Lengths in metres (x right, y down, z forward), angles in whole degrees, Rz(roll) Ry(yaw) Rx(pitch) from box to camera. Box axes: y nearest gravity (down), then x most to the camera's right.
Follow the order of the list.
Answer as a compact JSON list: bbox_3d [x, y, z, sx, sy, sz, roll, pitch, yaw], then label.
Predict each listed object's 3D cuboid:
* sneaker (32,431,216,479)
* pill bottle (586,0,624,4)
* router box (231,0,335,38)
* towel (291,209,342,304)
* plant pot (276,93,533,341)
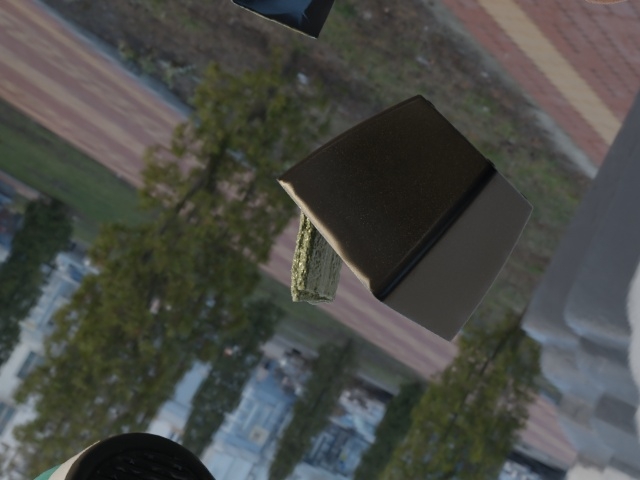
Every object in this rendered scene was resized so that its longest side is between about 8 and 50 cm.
[{"bbox_3d":[-0.095,0.243,0.427,0.124,0.295,0.178,2,157,-43],"label":"sneaker"},{"bbox_3d":[0.198,-0.303,0.785,0.131,0.245,0.130,-13,164,-4],"label":"pill bottle"},{"bbox_3d":[-0.005,-0.341,0.855,0.081,0.308,0.243,19,-164,-24],"label":"router box"},{"bbox_3d":[0.000,0.000,1.204,0.027,0.148,0.110,7,176,22],"label":"towel"},{"bbox_3d":[0.104,-0.033,1.078,0.188,0.167,0.187,52,-169,33],"label":"plant pot"}]
